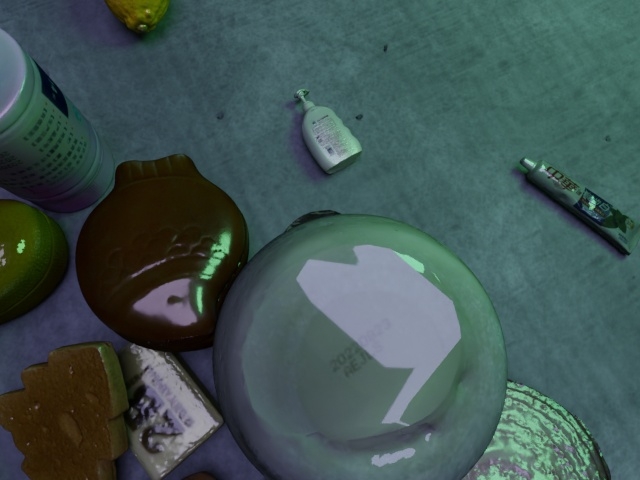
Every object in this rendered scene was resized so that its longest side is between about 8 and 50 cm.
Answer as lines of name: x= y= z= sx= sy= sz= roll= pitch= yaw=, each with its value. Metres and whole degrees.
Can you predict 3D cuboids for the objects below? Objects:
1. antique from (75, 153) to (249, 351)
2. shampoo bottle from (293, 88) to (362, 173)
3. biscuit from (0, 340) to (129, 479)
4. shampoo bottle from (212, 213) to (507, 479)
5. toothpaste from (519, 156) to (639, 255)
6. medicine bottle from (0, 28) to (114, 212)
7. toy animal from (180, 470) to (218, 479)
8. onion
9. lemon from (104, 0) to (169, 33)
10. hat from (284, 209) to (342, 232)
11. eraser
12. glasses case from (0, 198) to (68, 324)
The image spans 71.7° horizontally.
antique: x=-0.208 y=0.019 z=0.614 sx=0.223 sy=0.129 sz=0.278 roll=-15 pitch=67 yaw=-13
shampoo bottle: x=0.000 y=-0.188 z=0.735 sx=0.077 sy=0.045 sz=0.152 roll=-32 pitch=82 yaw=-9
biscuit: x=-0.318 y=0.222 z=0.572 sx=0.212 sy=0.041 sz=0.239 roll=36 pitch=104 yaw=13
shampoo bottle: x=0.039 y=0.129 z=0.512 sx=0.322 sy=0.317 sz=0.323 roll=1 pitch=85 yaw=-5
toothpaste: x=0.430 y=-0.067 z=0.736 sx=0.233 sy=0.038 sz=0.060 roll=37 pitch=79 yaw=3
medicine bottle: x=-0.397 y=-0.143 z=0.591 sx=0.152 sy=0.254 sz=0.152 roll=1 pitch=76 yaw=-4
toy animal: x=-0.160 y=0.389 z=0.561 sx=0.179 sy=0.089 sz=0.188 roll=0 pitch=89 yaw=-6
onion: x=0.242 y=0.320 z=0.599 sx=0.250 sy=0.111 sz=0.247 roll=19 pitch=52 yaw=12
lemon: x=-0.310 y=-0.426 z=0.743 sx=0.114 sy=0.114 sz=0.155 roll=-4 pitch=88 yaw=-5
hat: x=0.000 y=0.000 z=0.685 sx=0.121 sy=0.050 sz=0.121 roll=0 pitch=77 yaw=-1
eraser: x=-0.226 y=0.222 z=0.611 sx=0.117 sy=0.058 sz=0.172 roll=-40 pitch=81 yaw=-12
glasses case: x=-0.554 y=0.051 z=0.592 sx=0.371 sy=0.141 sz=0.173 roll=-10 pitch=77 yaw=-6
